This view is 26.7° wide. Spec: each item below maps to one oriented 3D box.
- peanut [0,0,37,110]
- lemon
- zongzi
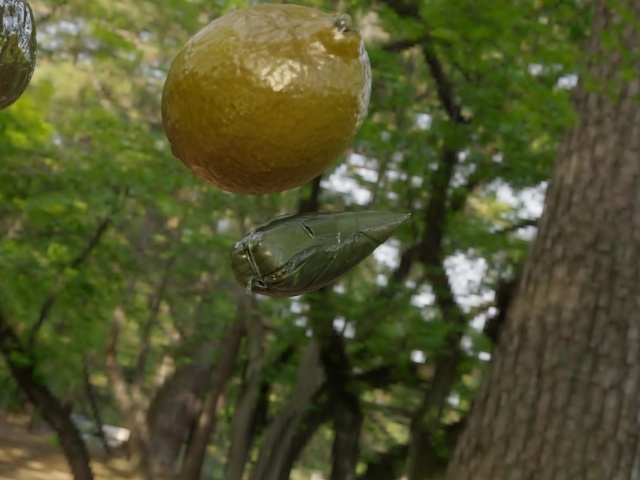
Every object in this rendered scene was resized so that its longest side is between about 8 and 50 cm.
[{"bbox_3d":[-0.366,-0.187,1.242,0.169,0.192,0.387,16,4,7],"label":"peanut"},{"bbox_3d":[-0.052,-0.137,1.301,0.244,0.187,0.187,-30,-32,27],"label":"lemon"},{"bbox_3d":[0.000,0.000,0.985,0.130,0.062,0.154,-19,-5,7],"label":"zongzi"}]
